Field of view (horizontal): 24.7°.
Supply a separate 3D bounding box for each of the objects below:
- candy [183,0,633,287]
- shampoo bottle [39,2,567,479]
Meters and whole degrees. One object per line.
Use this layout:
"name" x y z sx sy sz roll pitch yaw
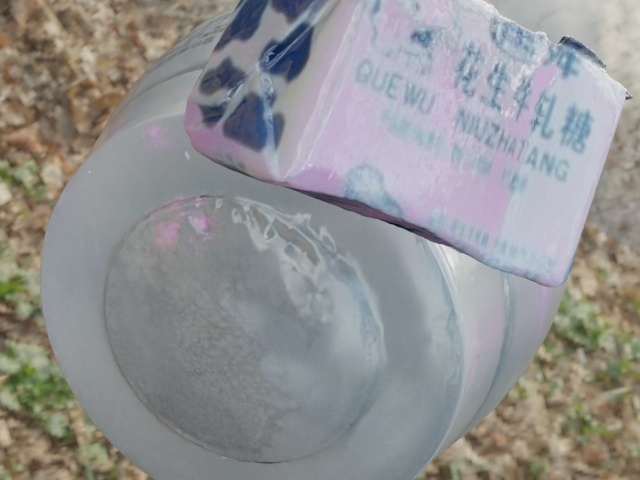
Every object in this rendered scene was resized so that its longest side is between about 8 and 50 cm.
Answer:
"candy" 0.036 -0.048 0.537 0.160 0.073 0.092 21 90 -43
"shampoo bottle" 0.000 0.000 0.819 0.273 0.273 0.266 57 30 -11
